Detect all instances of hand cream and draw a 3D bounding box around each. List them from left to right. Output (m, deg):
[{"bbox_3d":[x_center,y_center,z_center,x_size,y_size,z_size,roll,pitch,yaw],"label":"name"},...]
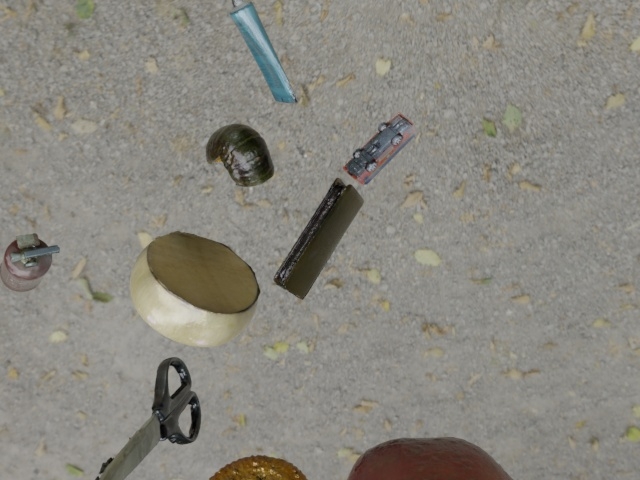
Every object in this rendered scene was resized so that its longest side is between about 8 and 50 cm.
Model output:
[{"bbox_3d":[-0.113,-0.368,1.215,0.083,0.048,0.224,21,146,50],"label":"hand cream"}]

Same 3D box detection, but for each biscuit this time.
[{"bbox_3d":[-0.138,0.542,1.256,0.254,0.254,0.035,-2,128,11],"label":"biscuit"}]

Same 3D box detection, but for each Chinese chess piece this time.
[{"bbox_3d":[-0.249,0.094,1.247,0.257,0.257,0.104,29,116,-7],"label":"Chinese chess piece"}]

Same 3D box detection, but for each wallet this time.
[{"bbox_3d":[0.000,0.000,1.015,0.031,0.110,0.198,31,86,23],"label":"wallet"}]

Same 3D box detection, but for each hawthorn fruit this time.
[{"bbox_3d":[0.108,0.286,0.589,0.215,0.249,0.215,1,112,3],"label":"hawthorn fruit"}]

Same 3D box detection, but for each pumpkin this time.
[{"bbox_3d":[-0.192,-0.213,1.439,0.183,0.119,0.107,33,149,32],"label":"pumpkin"}]

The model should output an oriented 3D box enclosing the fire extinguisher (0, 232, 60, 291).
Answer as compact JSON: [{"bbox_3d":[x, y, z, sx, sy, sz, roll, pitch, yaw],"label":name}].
[{"bbox_3d":[-0.630,0.047,1.346,0.105,0.105,0.269,42,152,-14],"label":"fire extinguisher"}]

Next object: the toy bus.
[{"bbox_3d":[0.145,-0.216,1.497,0.192,0.077,0.065,-45,62,2],"label":"toy bus"}]

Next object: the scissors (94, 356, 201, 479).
[{"bbox_3d":[-0.184,0.209,0.684,0.022,0.300,0.109,-17,94,6],"label":"scissors"}]
